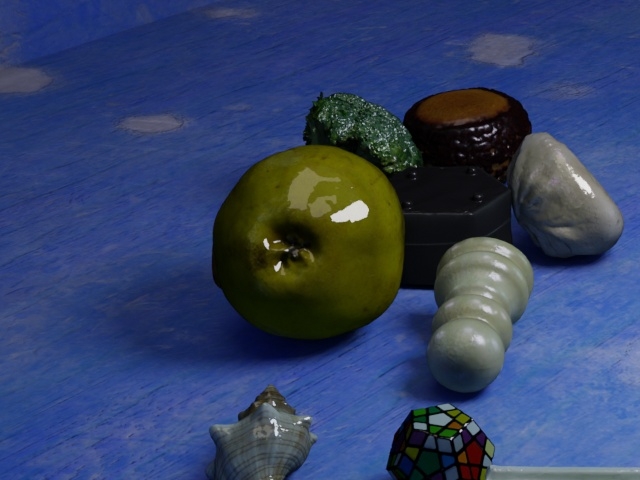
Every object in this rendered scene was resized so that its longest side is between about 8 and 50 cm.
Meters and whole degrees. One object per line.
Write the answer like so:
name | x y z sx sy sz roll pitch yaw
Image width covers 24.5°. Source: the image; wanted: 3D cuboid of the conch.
conch | -0.086 0.258 1.825 0.137 0.114 0.234 -5 27 31

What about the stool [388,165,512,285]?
stool | 0.190 -0.028 2.354 0.232 0.141 0.232 -4 25 2

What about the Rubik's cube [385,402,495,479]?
Rubik's cube | 0.145 0.262 1.775 0.112 0.133 0.133 -44 39 -16

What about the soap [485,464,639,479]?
soap | 0.281 0.312 1.644 0.198 0.114 0.063 -1 25 7

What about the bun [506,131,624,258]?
bun | 0.378 -0.057 2.355 0.133 0.231 0.231 -40 31 -1

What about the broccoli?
broccoli | 0.051 -0.107 2.506 0.269 0.269 0.254 -4 -18 -1

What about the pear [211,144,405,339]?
pear | 0.000 0.000 2.185 0.287 0.287 0.375 7 5 21

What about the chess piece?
chess piece | 0.214 0.118 2.069 0.144 0.144 0.251 3 32 14

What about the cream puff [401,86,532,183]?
cream puff | 0.261 -0.174 2.633 0.239 0.164 0.239 -7 26 3
